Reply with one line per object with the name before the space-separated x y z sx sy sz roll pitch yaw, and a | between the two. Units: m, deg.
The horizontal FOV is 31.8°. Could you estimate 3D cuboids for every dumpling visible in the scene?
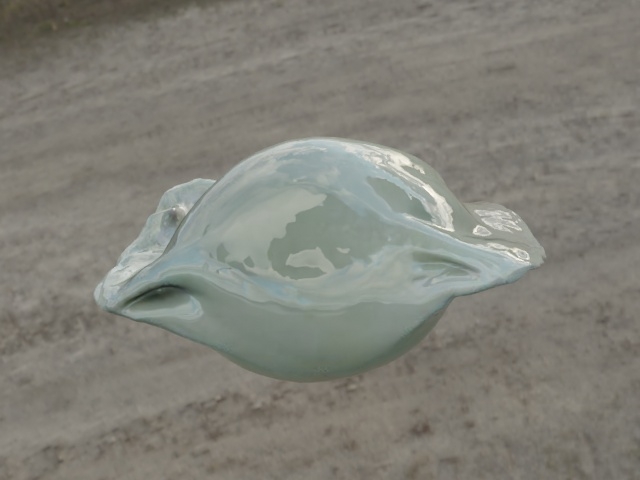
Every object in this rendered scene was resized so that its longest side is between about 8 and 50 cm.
dumpling | 0.000 0.000 0.587 0.228 0.124 0.151 0 26 7
